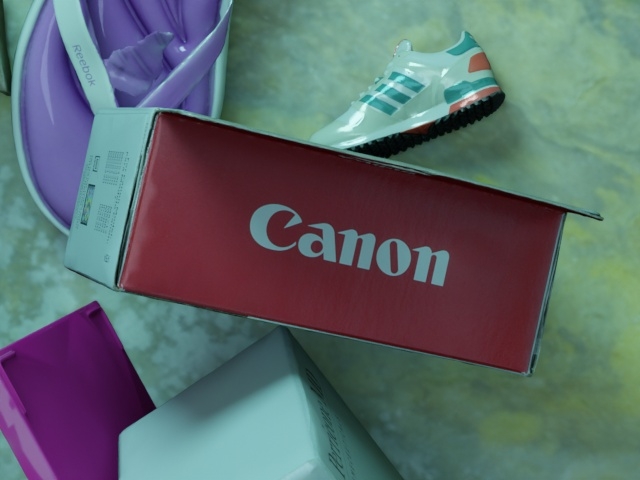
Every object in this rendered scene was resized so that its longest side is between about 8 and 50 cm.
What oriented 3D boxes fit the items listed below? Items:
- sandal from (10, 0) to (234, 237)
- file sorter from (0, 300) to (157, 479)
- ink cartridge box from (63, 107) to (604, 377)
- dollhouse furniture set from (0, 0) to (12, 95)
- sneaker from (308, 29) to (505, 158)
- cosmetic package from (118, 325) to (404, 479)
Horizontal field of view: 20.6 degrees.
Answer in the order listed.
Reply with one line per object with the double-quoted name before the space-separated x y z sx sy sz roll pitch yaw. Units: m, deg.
"sandal" -0.136 -0.182 1.337 0.169 0.102 0.416 16 107 -7
"file sorter" -0.229 0.191 1.316 0.182 0.290 0.202 -28 91 9
"ink cartridge box" 0.000 0.000 1.241 0.309 0.272 0.130 12 90 -17
"dollhouse furniture set" -0.382 -0.173 1.313 0.262 0.259 0.135 -5 89 1
"sneaker" 0.060 -0.114 1.393 0.161 0.057 0.075 -20 76 7
"cosmetic package" 0.048 0.308 1.268 0.161 0.230 0.453 -35 111 6
